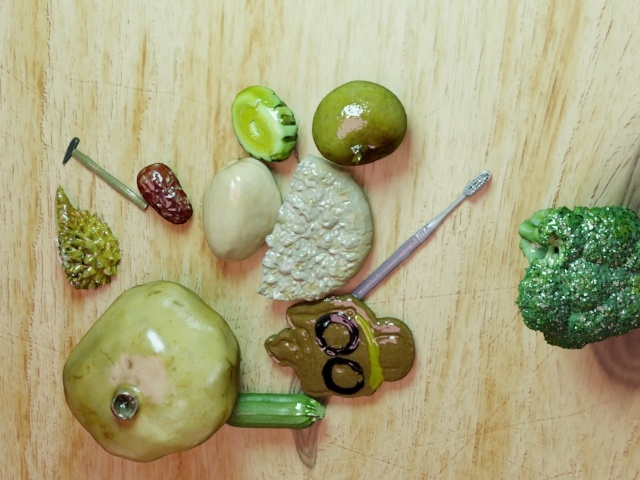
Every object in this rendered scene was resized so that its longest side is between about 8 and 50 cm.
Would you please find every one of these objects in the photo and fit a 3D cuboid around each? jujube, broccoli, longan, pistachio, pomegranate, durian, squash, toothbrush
[{"bbox_3d":[-0.291,-0.086,1.669,0.077,0.077,0.129,-32,104,22],"label":"jujube"},{"bbox_3d":[0.424,0.045,1.412,0.242,0.269,0.261,36,141,41],"label":"broccoli"},{"bbox_3d":[0.065,-0.186,1.480,0.145,0.176,0.155,28,126,-30],"label":"longan"},{"bbox_3d":[-0.143,-0.052,1.605,0.145,0.117,0.200,12,109,9],"label":"pistachio"},{"bbox_3d":[-0.311,0.240,1.631,0.333,0.332,0.332,4,105,16],"label":"pomegranate"},{"bbox_3d":[-0.482,-0.002,1.742,0.140,0.078,0.224,-21,98,21],"label":"durian"},{"bbox_3d":[-0.094,0.329,1.712,0.219,0.077,0.068,-3,69,22],"label":"squash"},{"bbox_3d":[0.169,0.001,1.570,0.024,0.029,0.354,48,112,5],"label":"toothbrush"}]

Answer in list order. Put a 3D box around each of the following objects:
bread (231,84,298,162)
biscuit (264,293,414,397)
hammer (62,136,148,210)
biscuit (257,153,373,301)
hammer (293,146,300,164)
[{"bbox_3d":[-0.096,-0.205,1.564,0.139,0.071,0.130,29,126,29],"label":"bread"},{"bbox_3d":[0.031,0.200,1.649,0.291,0.041,0.208,-4,109,18],"label":"biscuit"},{"bbox_3d":[-0.417,-0.119,1.727,0.199,0.013,0.062,38,112,5],"label":"hammer"},{"bbox_3d":[0.000,0.000,1.596,0.179,0.084,0.281,24,112,5],"label":"biscuit"},{"bbox_3d":[-0.050,-0.176,1.601,0.029,0.014,0.122,-10,104,30],"label":"hammer"}]
